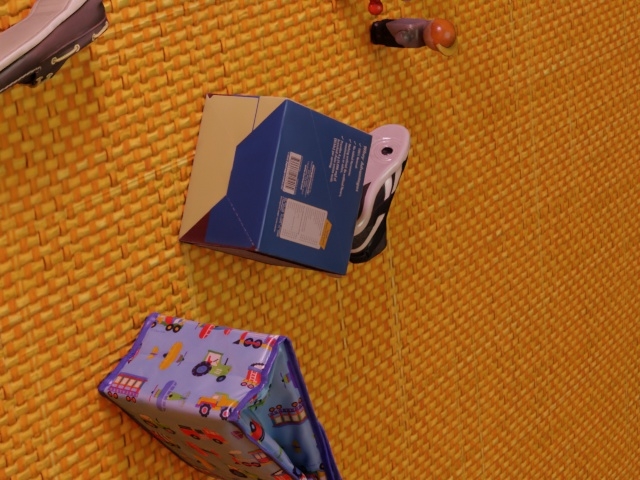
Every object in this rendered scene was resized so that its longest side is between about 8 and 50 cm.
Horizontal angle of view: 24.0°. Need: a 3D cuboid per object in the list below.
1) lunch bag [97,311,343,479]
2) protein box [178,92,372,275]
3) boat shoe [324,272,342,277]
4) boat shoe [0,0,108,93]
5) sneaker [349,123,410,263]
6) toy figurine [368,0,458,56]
[{"bbox_3d":[-0.104,0.247,1.896,0.138,0.221,0.293,-57,137,-31],"label":"lunch bag"},{"bbox_3d":[-0.056,-0.072,1.975,0.201,0.136,0.200,17,82,-54],"label":"protein box"},{"bbox_3d":[0.000,0.000,2.142,0.142,0.049,0.040,54,53,-41],"label":"boat shoe"},{"bbox_3d":[-0.308,-0.209,1.647,0.228,0.081,0.068,-51,130,-40],"label":"boat shoe"},{"bbox_3d":[0.076,-0.061,2.225,0.217,0.079,0.121,-60,152,-31],"label":"sneaker"},{"bbox_3d":[0.139,-0.391,2.173,0.209,0.148,0.213,49,57,-46],"label":"toy figurine"}]
